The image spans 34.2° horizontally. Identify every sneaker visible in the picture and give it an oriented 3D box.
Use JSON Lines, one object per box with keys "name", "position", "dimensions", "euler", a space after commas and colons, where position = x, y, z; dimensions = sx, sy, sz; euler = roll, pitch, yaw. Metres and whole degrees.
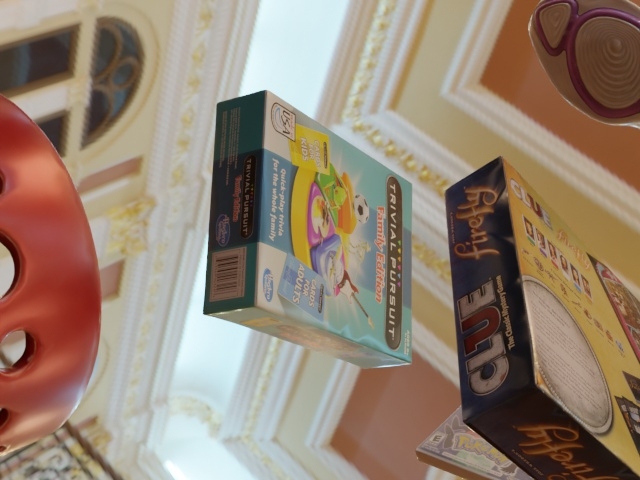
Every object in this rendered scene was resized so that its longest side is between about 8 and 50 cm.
{"name": "sneaker", "position": [0.347, -0.152, 1.054], "dimensions": [0.305, 0.152, 0.114], "euler": [32, -75, 8]}

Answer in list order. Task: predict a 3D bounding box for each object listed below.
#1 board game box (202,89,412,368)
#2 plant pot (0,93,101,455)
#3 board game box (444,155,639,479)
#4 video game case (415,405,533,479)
{"name": "board game box", "position": [0.000, 0.000, 1.270], "dimensions": [0.079, 0.336, 0.254], "euler": [-10, -111, 33]}
{"name": "plant pot", "position": [-0.225, 0.029, 0.474], "dimensions": [0.191, 0.174, 0.191], "euler": [13, -69, 37]}
{"name": "board game box", "position": [0.160, 0.086, 0.566], "dimensions": [0.042, 0.165, 0.243], "euler": [-32, -58, 28]}
{"name": "video game case", "position": [0.255, 0.255, 1.353], "dimensions": [0.201, 0.183, 0.023], "euler": [12, -53, 44]}
